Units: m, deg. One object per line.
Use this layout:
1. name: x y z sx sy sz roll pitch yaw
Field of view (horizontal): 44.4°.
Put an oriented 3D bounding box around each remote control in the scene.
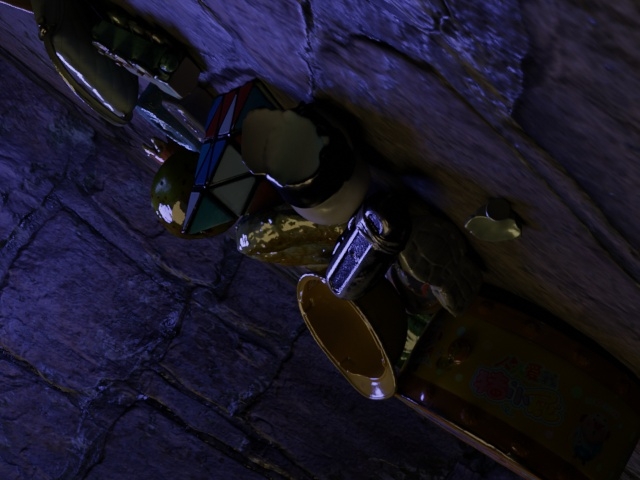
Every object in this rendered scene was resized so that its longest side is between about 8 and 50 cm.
1. remote control: 0.062 0.016 1.127 0.090 0.066 0.266 41 154 8

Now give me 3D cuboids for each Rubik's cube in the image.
1. Rubik's cube: -0.119 -0.201 1.260 0.234 0.284 0.250 104 148 -59

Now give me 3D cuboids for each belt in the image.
1. belt: -0.283 -0.245 1.544 0.147 0.082 0.163 34 173 15

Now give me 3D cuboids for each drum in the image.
1. drum: 0.347 0.284 1.385 0.431 0.214 0.431 31 171 5

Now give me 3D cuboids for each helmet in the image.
1. helmet: 0.084 0.134 1.374 0.257 0.140 0.205 55 150 -1

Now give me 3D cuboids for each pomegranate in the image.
1. pomegranate: -0.297 -0.143 1.804 0.286 0.230 0.231 65 170 2

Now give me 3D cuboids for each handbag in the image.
1. handbag: -0.401 -0.313 1.370 0.256 0.079 0.219 49 -160 -56

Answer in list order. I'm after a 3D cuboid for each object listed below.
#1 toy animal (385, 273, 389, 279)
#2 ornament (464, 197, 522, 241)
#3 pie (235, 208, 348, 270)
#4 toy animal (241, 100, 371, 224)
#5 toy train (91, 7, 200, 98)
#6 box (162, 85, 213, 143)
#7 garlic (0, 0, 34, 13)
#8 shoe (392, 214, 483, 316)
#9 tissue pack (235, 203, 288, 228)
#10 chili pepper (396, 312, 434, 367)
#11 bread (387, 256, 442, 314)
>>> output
1. toy animal: 0.122 0.036 1.557 0.253 0.070 0.079 46 138 15
2. ornament: 0.215 -0.021 0.974 0.068 0.041 0.092 16 165 -18
3. pie: 0.000 0.000 1.365 0.296 0.078 0.371 1 170 -6
4. toy animal: -0.007 -0.108 1.111 0.179 0.138 0.166 36 -165 -52
5. toy train: -0.296 -0.308 1.308 0.194 0.081 0.125 30 173 30
6. box: -0.221 -0.233 1.446 0.089 0.062 0.122 25 164 50
7. garlic: -0.618 -0.496 1.445 0.318 0.112 0.143 31 -165 -5
8. shoe: 0.160 0.025 1.211 0.125 0.099 0.227 30 166 47
9. tissue pack: -0.133 -0.054 1.847 0.079 0.111 0.085 38 170 -16
10. chili pepper: 0.184 0.185 1.703 0.384 0.167 0.213 35 169 18
11. bread: 0.173 0.072 1.403 0.177 0.084 0.119 136 110 -82
